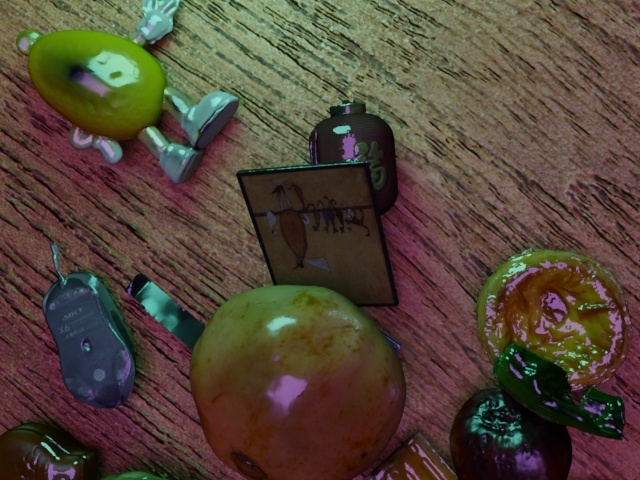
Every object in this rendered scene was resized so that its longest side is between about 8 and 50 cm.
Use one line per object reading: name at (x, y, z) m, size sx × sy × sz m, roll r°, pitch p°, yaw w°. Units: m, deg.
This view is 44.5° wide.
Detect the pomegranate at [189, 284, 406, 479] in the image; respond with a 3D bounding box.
pomegranate at (-0.031, 0.263, 1.458) m, size 0.412 × 0.411 × 0.411 m, roll 0°, pitch 93°, yaw 9°

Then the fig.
fig at (0.365, 0.410, 1.482) m, size 0.224 × 0.224 × 0.263 m, roll -10°, pitch 90°, yaw 10°

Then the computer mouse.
computer mouse at (-0.496, 0.176, 1.672) m, size 0.167 × 0.090 × 0.379 m, roll -23°, pitch 83°, yaw 9°

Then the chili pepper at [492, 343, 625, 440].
chili pepper at (0.429, 0.278, 1.408) m, size 0.253 × 0.083 × 0.099 m, roll 27°, pitch 73°, yaw 8°

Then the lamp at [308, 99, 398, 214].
lamp at (0.058, -0.146, 1.515) m, size 0.180 × 0.180 × 0.258 m, roll -7°, pitch 94°, yaw 10°

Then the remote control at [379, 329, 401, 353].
remote control at (0.094, 0.186, 1.605) m, size 0.152 × 0.027 × 0.043 m, roll 37°, pitch 94°, yaw 4°

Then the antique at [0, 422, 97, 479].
antique at (-0.614, 0.505, 1.685) m, size 0.278 × 0.129 × 0.223 m, roll -8°, pitch 92°, yaw 10°

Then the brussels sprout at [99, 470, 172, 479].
brussels sprout at (-0.369, 0.609, 1.591) m, size 0.344 × 0.344 × 0.268 m, roll -23°, pitch 54°, yaw 10°

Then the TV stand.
TV stand at (-0.303, 0.170, 1.661) m, size 0.256 × 0.040 × 0.049 m, roll 40°, pitch 98°, yaw 5°

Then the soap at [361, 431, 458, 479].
soap at (0.218, 0.528, 1.541) m, size 0.160 × 0.080 × 0.257 m, roll -38°, pitch 79°, yaw -12°

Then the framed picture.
framed picture at (0.000, 0.000, 1.505) m, size 0.255 × 0.014 × 0.338 m, roll -2°, pitch 127°, yaw 19°

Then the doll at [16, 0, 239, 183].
doll at (-0.379, -0.307, 1.598) m, size 0.348 × 0.161 × 0.423 m, roll -29°, pitch 89°, yaw -3°

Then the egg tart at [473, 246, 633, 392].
egg tart at (0.445, 0.153, 1.502) m, size 0.295 × 0.116 × 0.294 m, roll 1°, pitch 94°, yaw 11°
